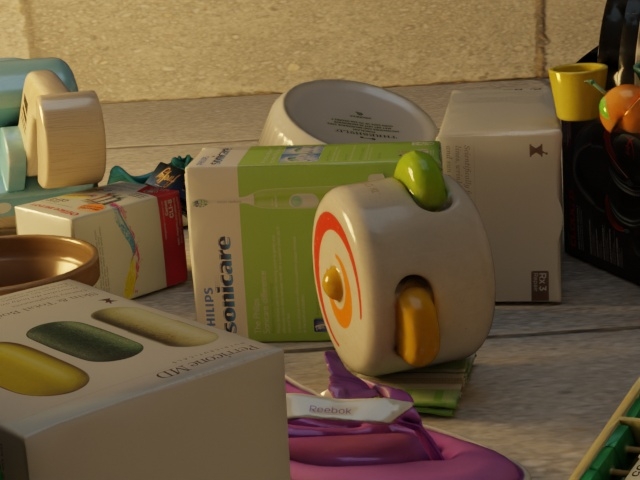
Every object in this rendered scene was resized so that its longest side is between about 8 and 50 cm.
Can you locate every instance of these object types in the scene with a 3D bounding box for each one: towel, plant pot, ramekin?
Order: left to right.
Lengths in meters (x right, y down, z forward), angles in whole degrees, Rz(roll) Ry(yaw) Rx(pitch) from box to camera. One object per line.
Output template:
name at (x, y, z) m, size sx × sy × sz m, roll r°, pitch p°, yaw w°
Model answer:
plant pot at (-0.363, 0.074, 1.419) m, size 0.237 × 0.110 × 0.237 m, roll -3°, pitch 14°, yaw 1°
ramekin at (0.040, -0.112, 1.685) m, size 0.272 × 0.127 × 0.273 m, roll 10°, pitch 32°, yaw -6°
towel at (0.092, 0.140, 1.265) m, size 0.113 × 0.023 × 0.152 m, roll -1°, pitch 17°, yaw 14°

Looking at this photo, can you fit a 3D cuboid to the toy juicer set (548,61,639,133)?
toy juicer set at (0.445, -0.189, 1.447) m, size 0.329 × 0.090 × 0.209 m, roll -8°, pitch 16°, yaw -10°

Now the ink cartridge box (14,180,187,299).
ink cartridge box at (-0.282, 0.006, 1.624) m, size 0.128 × 0.127 × 0.176 m, roll 11°, pitch 21°, yaw 41°

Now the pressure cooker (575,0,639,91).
pressure cooker at (0.581, -0.235, 1.931) m, size 0.420 × 0.376 × 0.370 m, roll 4°, pitch -14°, yaw 26°

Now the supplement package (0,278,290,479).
supplement package at (-0.177, 0.161, 0.876) m, size 0.199 × 0.198 × 0.262 m, roll -15°, pitch 19°, yaw -41°

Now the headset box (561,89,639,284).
headset box at (0.409, -0.068, 1.597) m, size 0.110 × 0.218 × 0.293 m, roll -10°, pitch 17°, yaw -19°

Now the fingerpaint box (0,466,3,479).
fingerpaint box at (-0.334, 0.119, 0.733) m, size 0.163 × 0.371 × 0.444 m, roll -16°, pitch 19°, yaw -35°

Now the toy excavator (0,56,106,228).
toy excavator at (-0.427, -0.164, 1.850) m, size 0.222 × 0.445 × 0.433 m, roll -9°, pitch 56°, yaw -21°

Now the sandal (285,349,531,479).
sandal at (-0.012, 0.147, 1.087) m, size 0.416 × 0.102 × 0.169 m, roll 11°, pitch 20°, yaw 42°

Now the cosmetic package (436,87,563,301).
cosmetic package at (0.238, -0.072, 1.659) m, size 0.156 × 0.217 × 0.385 m, roll 0°, pitch 13°, yaw 10°

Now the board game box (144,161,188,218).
board game box at (-0.119, -0.025, 1.682) m, size 0.165 × 0.042 × 0.243 m, roll 40°, pitch -10°, yaw -30°

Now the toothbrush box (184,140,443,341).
toothbrush box at (0.000, 0.000, 1.440) m, size 0.283 × 0.206 × 0.122 m, roll -2°, pitch 15°, yaw 5°

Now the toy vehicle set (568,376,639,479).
toy vehicle set at (0.258, 0.168, 0.869) m, size 0.166 × 0.035 × 0.267 m, roll -2°, pitch 31°, yaw 44°

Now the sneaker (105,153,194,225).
sneaker at (-0.198, -0.080, 1.970) m, size 0.275 × 0.110 × 0.107 m, roll -6°, pitch 15°, yaw -15°

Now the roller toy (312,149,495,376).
roller toy at (0.073, 0.036, 1.251) m, size 0.146 × 0.209 × 0.191 m, roll -10°, pitch -18°, yaw -16°
